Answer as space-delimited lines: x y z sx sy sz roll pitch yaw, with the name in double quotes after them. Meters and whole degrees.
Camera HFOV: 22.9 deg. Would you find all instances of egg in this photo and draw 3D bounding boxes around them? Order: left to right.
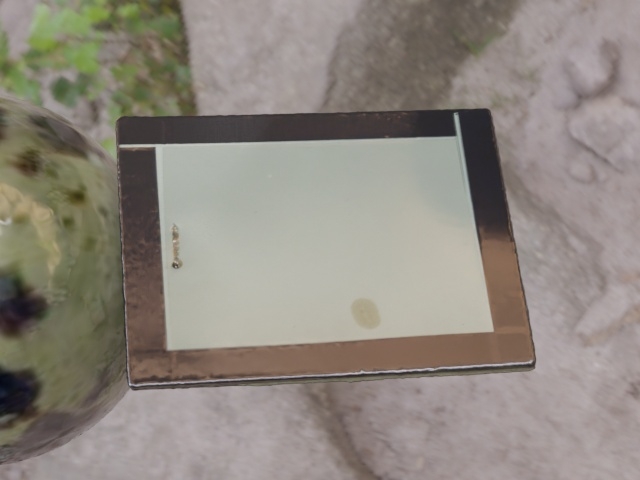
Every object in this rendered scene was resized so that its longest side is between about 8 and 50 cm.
-0.320 0.042 1.489 0.345 0.428 0.345 -1 76 2 "egg"

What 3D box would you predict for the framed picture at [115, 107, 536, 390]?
0.000 0.000 1.359 0.347 0.016 0.265 -3 62 -9 "framed picture"
